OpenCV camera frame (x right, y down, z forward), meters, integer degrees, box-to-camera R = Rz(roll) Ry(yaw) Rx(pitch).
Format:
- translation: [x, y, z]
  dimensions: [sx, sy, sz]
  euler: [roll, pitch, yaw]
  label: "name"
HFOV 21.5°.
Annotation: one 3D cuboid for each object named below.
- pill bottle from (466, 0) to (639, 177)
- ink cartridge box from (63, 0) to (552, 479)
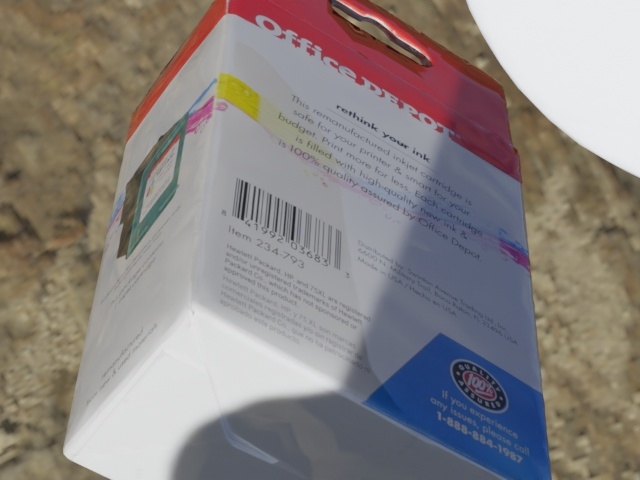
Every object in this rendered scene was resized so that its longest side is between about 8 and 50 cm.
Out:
- translation: [0.150, -0.206, 0.513]
  dimensions: [0.224, 0.224, 0.392]
  euler: [39, 39, -24]
  label: "pill bottle"
- translation: [0.000, 0.000, 0.593]
  dimensions: [0.134, 0.078, 0.231]
  euler: [29, 34, -19]
  label: "ink cartridge box"
